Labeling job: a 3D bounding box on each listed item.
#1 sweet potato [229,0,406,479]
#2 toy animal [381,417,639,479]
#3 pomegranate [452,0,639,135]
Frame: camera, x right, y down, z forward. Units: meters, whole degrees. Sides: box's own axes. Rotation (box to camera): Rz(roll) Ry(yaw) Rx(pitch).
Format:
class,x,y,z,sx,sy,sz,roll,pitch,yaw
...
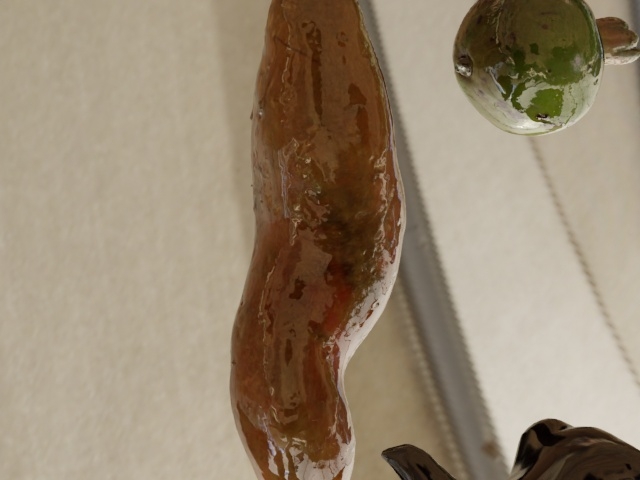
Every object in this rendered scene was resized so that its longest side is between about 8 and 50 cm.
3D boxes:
class,x,y,z,sx,sy,sz,roll,pitch,yaw
sweet potato,0.000,0.000,0.617,0.058,0.055,0.202,3,-87,-1
toy animal,-0.045,0.159,0.421,0.324,0.090,0.195,-27,-157,-8
pomegranate,0.100,-0.088,0.813,0.073,0.073,0.084,43,-105,14
